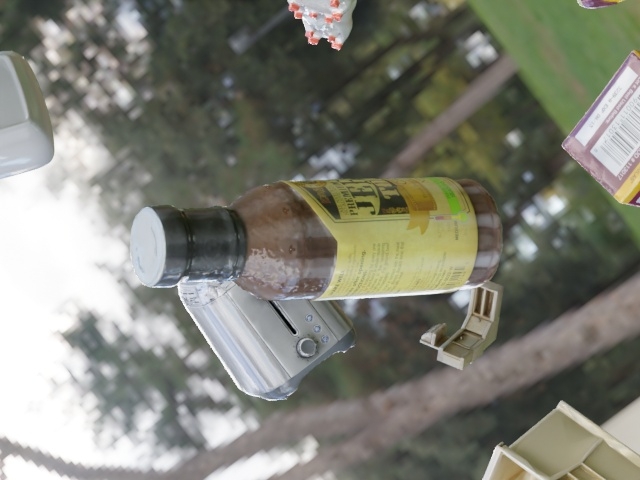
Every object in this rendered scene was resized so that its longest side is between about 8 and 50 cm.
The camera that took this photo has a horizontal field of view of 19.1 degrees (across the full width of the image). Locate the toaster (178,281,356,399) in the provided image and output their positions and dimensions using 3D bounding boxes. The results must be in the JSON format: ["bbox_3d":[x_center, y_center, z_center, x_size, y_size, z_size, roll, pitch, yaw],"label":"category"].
[{"bbox_3d":[-0.063,0.076,2.008,0.146,0.129,0.227,55,169,-8],"label":"toaster"}]

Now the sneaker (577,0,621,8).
[{"bbox_3d":[0.364,-0.300,2.067,0.084,0.185,0.070,37,152,49],"label":"sneaker"}]

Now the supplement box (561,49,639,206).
[{"bbox_3d":[0.305,-0.085,1.609,0.188,0.104,0.081,7,-145,-51],"label":"supplement box"}]

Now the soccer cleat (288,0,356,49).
[{"bbox_3d":[0.005,-0.256,1.952,0.068,0.076,0.196,13,172,5],"label":"soccer cleat"}]

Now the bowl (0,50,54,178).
[{"bbox_3d":[-0.345,-0.131,1.916,0.053,0.142,0.142,101,152,-58],"label":"bowl"}]

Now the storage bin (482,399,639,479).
[{"bbox_3d":[0.285,0.355,2.037,0.260,0.262,0.123,36,-138,21],"label":"storage bin"}]

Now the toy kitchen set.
[{"bbox_3d":[0.156,0.089,2.165,0.068,0.075,0.083,21,-146,25],"label":"toy kitchen set"}]

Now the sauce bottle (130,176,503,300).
[{"bbox_3d":[0.000,0.000,1.696,0.344,0.111,0.111,-3,-134,-32],"label":"sauce bottle"}]
